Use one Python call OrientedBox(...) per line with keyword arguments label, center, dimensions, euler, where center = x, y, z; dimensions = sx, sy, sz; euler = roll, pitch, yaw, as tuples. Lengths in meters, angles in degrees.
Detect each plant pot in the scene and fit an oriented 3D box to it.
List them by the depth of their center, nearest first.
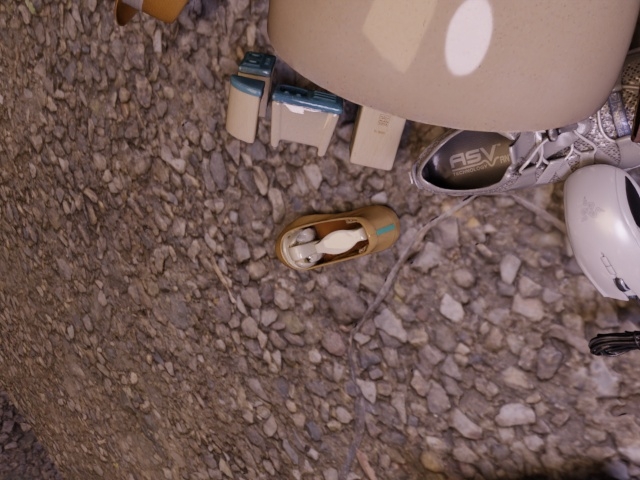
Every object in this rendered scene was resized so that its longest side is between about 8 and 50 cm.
OrientedBox(label="plant pot", center=(0.109, -0.234, 0.383), dimensions=(0.284, 0.284, 0.191), euler=(33, 138, 24))

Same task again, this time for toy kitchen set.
OrientedBox(label="toy kitchen set", center=(-0.002, -0.194, 0.662), dimensions=(0.207, 0.166, 0.122), euler=(11, 122, -5))

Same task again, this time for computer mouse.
OrientedBox(label="computer mouse", center=(0.267, 0.025, 0.477), dimensions=(0.106, 0.042, 0.193), euler=(-14, 107, 53))

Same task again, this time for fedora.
OrientedBox(label="fedora", center=(-0.206, -0.361, 0.719), dimensions=(0.079, 0.194, 0.194), euler=(29, 134, -19))

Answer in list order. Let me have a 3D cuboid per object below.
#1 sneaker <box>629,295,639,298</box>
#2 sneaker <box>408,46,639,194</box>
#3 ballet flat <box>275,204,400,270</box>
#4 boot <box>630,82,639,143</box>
OrientedBox(label="sneaker", center=(0.321, 0.033, 0.503), dimensions=(0.144, 0.053, 0.059), euler=(40, 134, 25))
OrientedBox(label="sneaker", center=(0.214, -0.089, 0.491), dimensions=(0.281, 0.115, 0.105), euler=(-20, 95, 39))
OrientedBox(label="ballet flat", center=(0.000, 0.000, 0.730), dimensions=(0.232, 0.073, 0.080), euler=(-18, 96, 42))
OrientedBox(label="boot", center=(0.337, -0.063, 0.386), dimensions=(0.207, 0.090, 0.248), euler=(7, 99, 12))
